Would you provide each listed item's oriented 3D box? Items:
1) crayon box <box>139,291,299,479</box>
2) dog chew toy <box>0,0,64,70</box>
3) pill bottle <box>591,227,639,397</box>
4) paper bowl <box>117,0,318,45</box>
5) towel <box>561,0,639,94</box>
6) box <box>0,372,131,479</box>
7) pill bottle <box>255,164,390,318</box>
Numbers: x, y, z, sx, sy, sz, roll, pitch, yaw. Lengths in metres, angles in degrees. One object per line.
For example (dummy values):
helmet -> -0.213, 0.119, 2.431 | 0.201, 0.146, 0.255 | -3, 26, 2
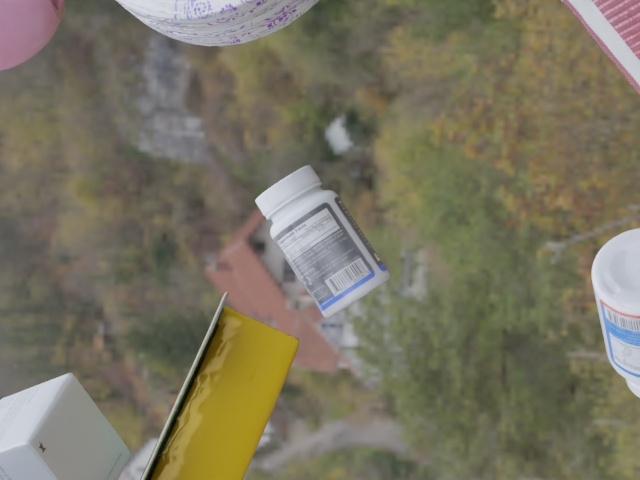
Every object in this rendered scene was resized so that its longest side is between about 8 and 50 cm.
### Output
crayon box -> -0.108, 0.188, 1.362 | 0.323, 0.083, 0.203 | 120, 174, -72
dog chew toy -> -0.456, -0.277, 1.607 | 0.206, 0.332, 0.206 | -7, -90, -89
pill bottle -> 0.396, 0.097, 1.742 | 0.221, 0.124, 0.124 | 67, -170, -49
paper bowl -> -0.097, -0.336, 1.489 | 0.148, 0.284, 0.284 | 31, -123, -70
towel -> 0.375, -0.184, 1.277 | 0.037, 0.237, 0.329 | -46, 11, -23
box -> -0.238, 0.190, 1.270 | 0.102, 0.087, 0.101 | 57, -151, -20
pill bottle -> 0.000, 0.000, 1.428 | 0.137, 0.078, 0.078 | 57, 161, 3
